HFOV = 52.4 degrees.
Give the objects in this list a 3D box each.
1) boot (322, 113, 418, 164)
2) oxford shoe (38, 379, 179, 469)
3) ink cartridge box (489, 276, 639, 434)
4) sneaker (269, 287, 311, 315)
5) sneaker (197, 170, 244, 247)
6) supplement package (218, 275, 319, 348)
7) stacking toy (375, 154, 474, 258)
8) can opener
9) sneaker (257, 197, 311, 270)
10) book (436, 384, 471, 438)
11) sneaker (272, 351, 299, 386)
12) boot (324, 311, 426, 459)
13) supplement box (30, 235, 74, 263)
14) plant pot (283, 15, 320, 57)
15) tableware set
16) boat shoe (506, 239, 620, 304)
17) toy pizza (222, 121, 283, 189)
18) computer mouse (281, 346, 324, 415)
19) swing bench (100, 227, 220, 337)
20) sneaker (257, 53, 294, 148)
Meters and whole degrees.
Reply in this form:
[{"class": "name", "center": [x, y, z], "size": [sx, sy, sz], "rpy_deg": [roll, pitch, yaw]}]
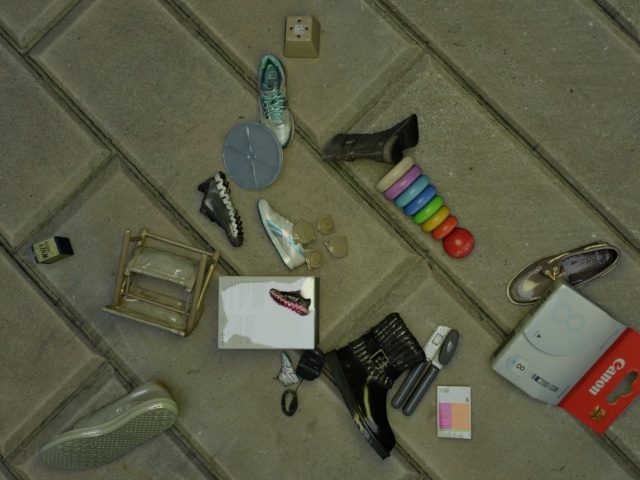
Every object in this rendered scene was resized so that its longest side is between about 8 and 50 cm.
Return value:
[{"class": "boot", "center": [0.147, -0.296, 1.886], "size": [0.229, 0.263, 0.091], "rpy_deg": [7, 124, 31]}, {"class": "oxford shoe", "center": [-0.609, 0.538, 1.890], "size": [0.449, 0.169, 0.130], "rpy_deg": [-27, 41, 9]}, {"class": "ink cartridge box", "center": [0.714, 0.333, 1.782], "size": [0.385, 0.091, 0.308], "rpy_deg": [35, 106, 3]}, {"class": "sneaker", "center": [-0.077, 0.151, 1.719], "size": [0.119, 0.047, 0.057], "rpy_deg": [27, 66, 4]}, {"class": "sneaker", "center": [-0.300, -0.081, 1.929], "size": [0.106, 0.078, 0.234], "rpy_deg": [-20, 81, 5]}, {"class": "supplement package", "center": [-0.138, 0.200, 1.836], "size": [0.262, 0.198, 0.199], "rpy_deg": [0, 86, 4]}, {"class": "stacking toy", "center": [0.314, -0.083, 1.871], "size": [0.141, 0.141, 0.330], "rpy_deg": [-43, 92, 0]}, {"class": "can opener", "center": [0.300, 0.368, 1.848], "size": [0.076, 0.095, 0.283], "rpy_deg": [33, 89, 6]}, {"class": "sneaker", "center": [-0.110, -0.029, 1.912], "size": [0.092, 0.087, 0.229], "rpy_deg": [-31, 92, -6]}, {"class": "book", "center": [0.382, 0.490, 1.867], "size": [0.096, 0.035, 0.144], "rpy_deg": [0, 86, 7]}, {"class": "sneaker", "center": [-0.112, 0.381, 1.903], "size": [0.069, 0.038, 0.098], "rpy_deg": [-26, 85, 1]}, {"class": "boot", "center": [0.190, 0.398, 1.811], "size": [0.260, 0.131, 0.348], "rpy_deg": [-27, 72, 2]}, {"class": "supplement box", "center": [-0.801, 0.029, 1.948], "size": [0.083, 0.083, 0.056], "rpy_deg": [-21, 84, 3]}, {"class": "plant pot", "center": [-0.059, -0.613, 1.934], "size": [0.109, 0.096, 0.109], "rpy_deg": [2, 86, 4]}, {"class": "tableware set", "center": [0.000, 0.000, 1.897], "size": [0.168, 0.020, 0.141], "rpy_deg": [-20, 87, -28]}, {"class": "boat shoe", "center": [0.684, 0.092, 1.839], "size": [0.324, 0.097, 0.117], "rpy_deg": [-22, 86, 2]}, {"class": "toy pizza", "center": [-0.199, -0.250, 1.932], "size": [0.201, 0.032, 0.201], "rpy_deg": [5, 102, 22]}, {"class": "computer mouse", "center": [-0.052, 0.404, 1.874], "size": [0.071, 0.041, 0.242], "rpy_deg": [28, 110, 4]}, {"class": "swing bench", "center": [-0.458, 0.120, 1.885], "size": [0.253, 0.165, 0.255], "rpy_deg": [18, 93, 4]}, {"class": "sneaker", "center": [-0.145, -0.409, 1.913], "size": [0.110, 0.122, 0.283], "rpy_deg": [-9, 87, 3]}]
